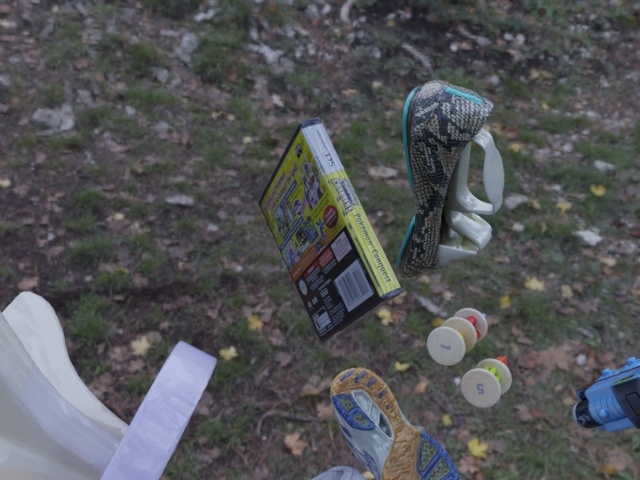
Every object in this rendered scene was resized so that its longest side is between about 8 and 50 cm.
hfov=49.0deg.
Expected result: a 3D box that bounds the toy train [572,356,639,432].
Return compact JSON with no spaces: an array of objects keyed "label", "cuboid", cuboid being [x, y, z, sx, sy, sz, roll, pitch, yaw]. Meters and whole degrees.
[{"label":"toy train","cuboid":[0.404,0.200,0.911,0.105,0.184,0.080,-19,75,-31]}]

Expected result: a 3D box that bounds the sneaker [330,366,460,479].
[{"label":"sneaker","cuboid":[0.119,0.337,1.098,0.112,0.131,0.296,-25,62,-15]}]

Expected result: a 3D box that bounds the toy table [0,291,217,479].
[{"label":"toy table","cuboid":[-0.192,0.144,0.459,0.161,0.274,0.252,27,23,-4]}]

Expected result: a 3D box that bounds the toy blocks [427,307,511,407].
[{"label":"toy blocks","cuboid":[0.220,0.154,0.971,0.123,0.054,0.148,51,29,12]}]

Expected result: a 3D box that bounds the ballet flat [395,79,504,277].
[{"label":"ballet flat","cuboid":[0.235,-0.069,1.279,0.182,0.482,0.164,19,53,18]}]

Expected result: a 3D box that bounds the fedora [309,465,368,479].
[{"label":"fedora","cuboid":[-0.001,0.337,0.744,0.275,0.124,0.244,-38,5,-20]}]

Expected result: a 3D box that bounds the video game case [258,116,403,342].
[{"label":"video game case","cuboid":[0.000,0.000,0.983,0.035,0.275,0.248,-20,78,-22]}]
